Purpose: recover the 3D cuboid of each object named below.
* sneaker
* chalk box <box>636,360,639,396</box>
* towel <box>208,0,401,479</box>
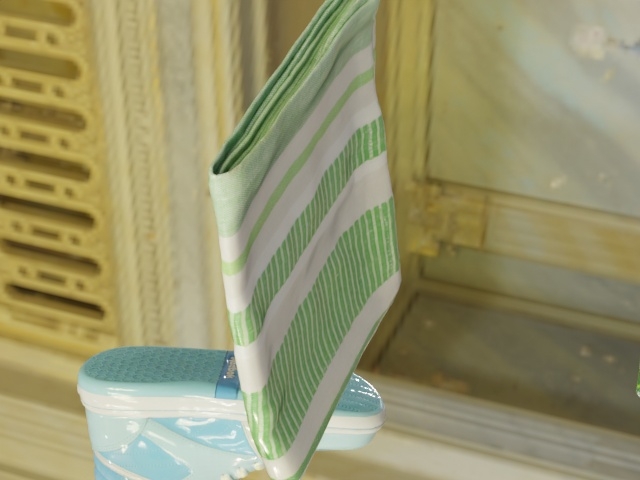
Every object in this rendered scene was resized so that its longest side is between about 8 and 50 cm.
[{"bbox_3d":[-0.092,0.226,1.496,0.127,0.319,0.208,-58,-29,-67],"label":"sneaker"},{"bbox_3d":[0.410,0.069,1.083,0.179,0.289,0.180,46,-134,-45],"label":"chalk box"},{"bbox_3d":[0.000,0.000,1.040,0.324,0.038,0.248,85,-154,-43],"label":"towel"}]
